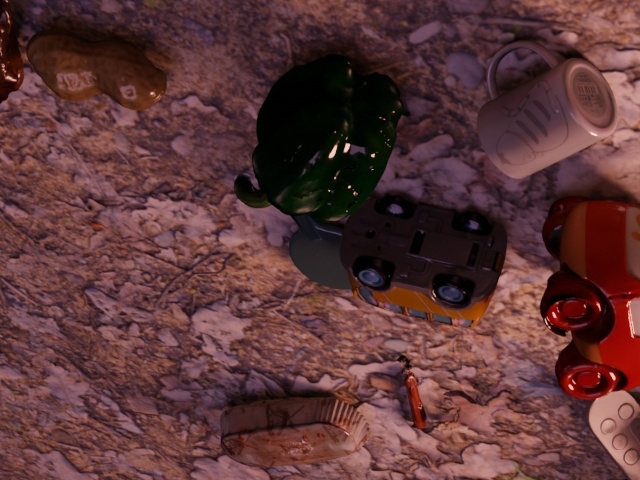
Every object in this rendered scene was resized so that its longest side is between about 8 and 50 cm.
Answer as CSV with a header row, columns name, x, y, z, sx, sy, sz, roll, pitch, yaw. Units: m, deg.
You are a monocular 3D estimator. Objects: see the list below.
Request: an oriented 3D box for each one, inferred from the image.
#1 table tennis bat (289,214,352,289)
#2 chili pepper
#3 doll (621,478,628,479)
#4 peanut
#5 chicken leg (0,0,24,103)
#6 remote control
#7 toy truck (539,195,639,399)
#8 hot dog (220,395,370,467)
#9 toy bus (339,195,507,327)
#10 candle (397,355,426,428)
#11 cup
name,x,y,z,sx,sy,sz,roll,pitch,yaw
table tennis bat,0.000,0.000,1.946,0.124,0.033,0.201,-10,133,31
chili pepper,-0.009,-0.106,1.734,0.165,0.174,0.261,10,145,-24
doll,0.506,0.430,2.119,0.186,0.106,0.134,29,125,-7
peanut,-0.283,-0.213,1.795,0.193,0.089,0.089,13,140,15
chicken leg,-0.410,-0.276,1.792,0.113,0.093,0.304,39,136,10
remote control,0.458,0.305,2.016,0.245,0.077,0.022,51,178,-16
toy truck,0.396,0.069,1.723,0.239,0.189,0.265,-7,132,18
hot dog,-0.044,0.307,2.277,0.268,0.075,0.144,-10,135,29
toy bus,0.132,0.035,1.853,0.209,0.126,0.136,13,148,12
candle,0.140,0.229,2.142,0.026,0.021,0.167,24,146,32
cup,0.244,-0.149,1.609,0.136,0.099,0.133,41,138,-22
